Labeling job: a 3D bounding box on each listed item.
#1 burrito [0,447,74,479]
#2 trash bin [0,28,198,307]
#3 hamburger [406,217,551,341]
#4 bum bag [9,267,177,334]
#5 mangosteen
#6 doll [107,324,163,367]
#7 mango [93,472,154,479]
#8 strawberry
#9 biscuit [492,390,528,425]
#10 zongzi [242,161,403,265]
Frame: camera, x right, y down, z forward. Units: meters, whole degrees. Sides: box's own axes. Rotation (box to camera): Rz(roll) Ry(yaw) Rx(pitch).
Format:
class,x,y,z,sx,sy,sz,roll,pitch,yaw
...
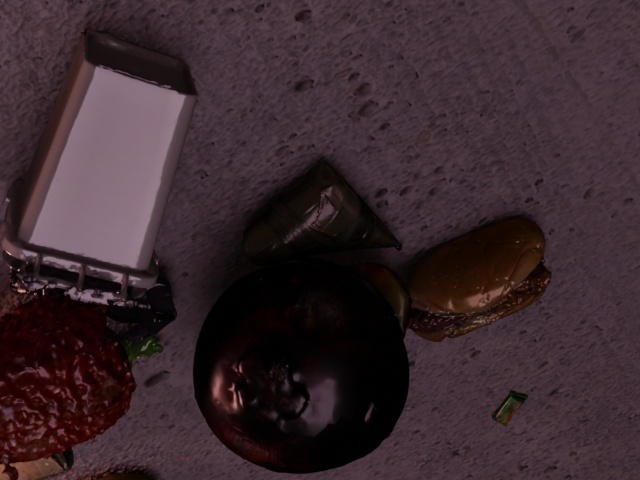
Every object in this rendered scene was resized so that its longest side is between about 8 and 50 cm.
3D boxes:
class,x,y,z,sx,sy,sz,roll,pitch,yaw
burrito,-0.654,0.398,1.922,0.332,0.135,0.190,-22,116,7
trash bin,-0.334,-0.109,1.565,0.256,0.296,0.367,17,113,-20
hamburger,0.304,0.079,1.888,0.282,0.245,0.155,-49,126,-33
bum bag,-0.400,0.081,1.796,0.310,0.074,0.137,18,130,-16
mangosteen,-0.006,0.212,1.752,0.421,0.381,0.381,-7,131,-45
doll,-0.393,0.208,1.901,0.190,0.050,0.115,-4,131,-4
mango,-0.444,0.556,2.095,0.227,0.099,0.136,-28,120,-2
strawberry,-0.486,0.264,1.707,0.343,0.292,0.292,-48,133,-33
biscuit,0.409,0.365,2.185,0.046,0.016,0.089,21,117,-23
zongzi,0.000,0.000,1.808,0.221,0.112,0.242,-34,131,15
